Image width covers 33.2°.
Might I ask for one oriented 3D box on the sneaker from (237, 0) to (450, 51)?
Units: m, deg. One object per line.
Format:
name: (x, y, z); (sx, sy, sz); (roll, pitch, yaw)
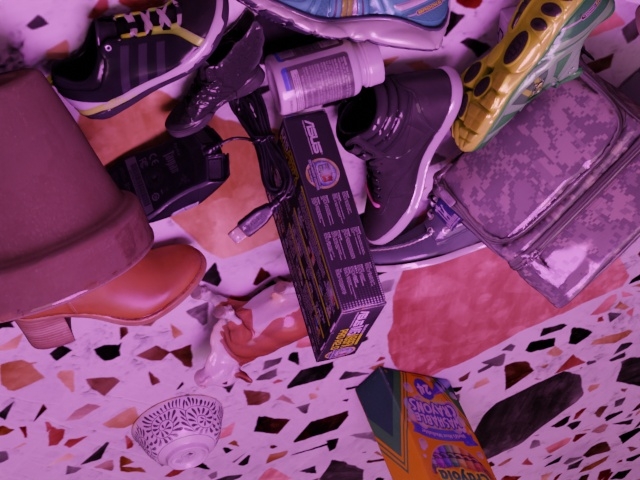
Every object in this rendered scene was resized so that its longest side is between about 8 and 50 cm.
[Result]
sneaker: (0.025, -0.291, 1.252); (0.275, 0.107, 0.110); (2, 107, -23)

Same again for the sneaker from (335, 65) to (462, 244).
sneaker: (0.074, -0.116, 1.478); (0.147, 0.104, 0.296); (0, 132, -26)

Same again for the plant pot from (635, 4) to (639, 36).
plant pot: (0.558, -0.320, 1.384); (0.256, 0.256, 0.274); (18, 144, -42)

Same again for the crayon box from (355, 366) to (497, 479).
crayon box: (0.212, 0.398, 2.000); (0.203, 0.323, 0.083); (16, 129, -41)

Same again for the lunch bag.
lunch bag: (0.336, -0.092, 1.516); (0.305, 0.256, 0.212); (-47, -179, 17)

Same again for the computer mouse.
computer mouse: (-0.150, -0.061, 1.365); (0.262, 0.184, 0.060); (-32, 160, 10)

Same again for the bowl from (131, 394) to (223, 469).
bowl: (-0.245, 0.356, 1.911); (0.170, 0.080, 0.170); (-14, 142, -11)

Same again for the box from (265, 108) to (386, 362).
box: (0.000, 0.000, 1.394); (0.060, 0.270, 0.216); (-12, 159, -15)

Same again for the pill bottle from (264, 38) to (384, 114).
pill bottle: (0.006, -0.210, 1.336); (0.137, 0.078, 0.078); (-16, 143, -8)

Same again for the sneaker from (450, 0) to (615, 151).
sneaker: (0.273, -0.216, 1.393); (0.123, 0.109, 0.295); (14, 133, -28)

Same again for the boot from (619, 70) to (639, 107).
boot: (0.569, -0.251, 1.588); (0.258, 0.095, 0.123); (-35, 149, 30)

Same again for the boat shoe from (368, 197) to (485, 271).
boat shoe: (0.208, -0.029, 1.685); (0.319, 0.116, 0.099); (-15, 100, 1)

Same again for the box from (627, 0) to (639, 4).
box: (0.403, -0.390, 1.236); (0.119, 0.182, 0.181); (4, 136, -29)

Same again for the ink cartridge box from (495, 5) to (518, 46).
ink cartridge box: (0.263, -0.273, 1.435); (0.048, 0.028, 0.083); (-14, 143, -9)

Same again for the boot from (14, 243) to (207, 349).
boot: (-0.304, 0.016, 1.455); (0.283, 0.109, 0.220); (-17, 134, -9)

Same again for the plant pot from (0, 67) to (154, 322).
plant pot: (-0.343, -0.061, 1.193); (0.263, 0.263, 0.229); (-18, 110, -7)

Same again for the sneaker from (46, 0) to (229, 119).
sneaker: (-0.209, -0.219, 1.206); (0.234, 0.084, 0.097); (-34, 141, 15)

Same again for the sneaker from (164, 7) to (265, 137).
sneaker: (-0.133, -0.200, 1.302); (0.170, 0.051, 0.089); (-33, 143, 5)

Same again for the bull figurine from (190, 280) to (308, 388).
bull figurine: (-0.087, 0.120, 1.681); (0.310, 0.101, 0.188); (-29, 142, 8)
